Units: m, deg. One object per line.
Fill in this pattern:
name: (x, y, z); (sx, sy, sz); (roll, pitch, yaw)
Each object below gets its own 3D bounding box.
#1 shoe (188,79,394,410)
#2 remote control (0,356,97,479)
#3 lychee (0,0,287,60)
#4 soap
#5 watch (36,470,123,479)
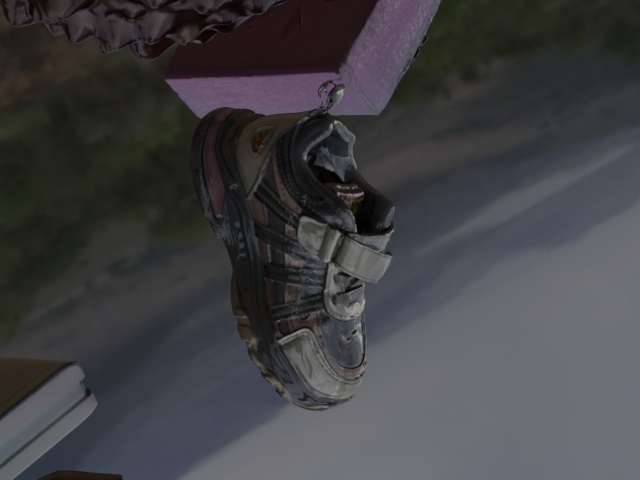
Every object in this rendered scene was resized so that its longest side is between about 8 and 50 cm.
shoe: (0.000, 0.000, 0.988); (0.092, 0.180, 0.089); (-21, 175, 29)
remote control: (-0.298, 0.184, 1.337); (0.103, 0.055, 0.277); (-1, -149, 46)
lychee: (-0.083, -0.245, 0.864); (0.306, 0.306, 0.330); (-30, 162, 16)
soap: (-0.018, -0.212, 1.790); (0.259, 0.081, 0.181); (4, -124, 43)
watch: (-0.075, 0.346, 1.062); (0.335, 0.327, 0.314); (-76, -176, -76)
